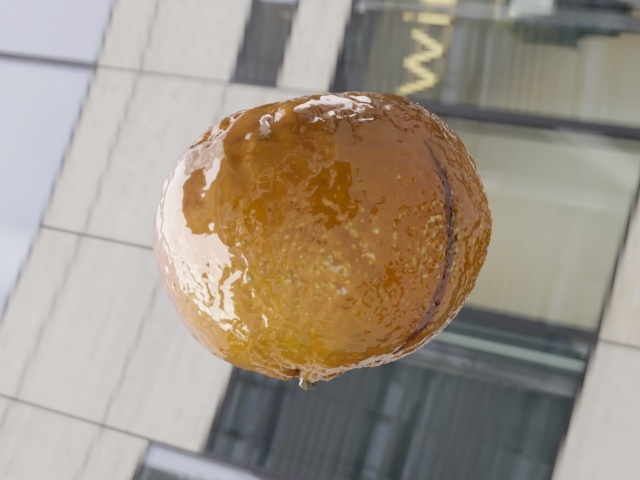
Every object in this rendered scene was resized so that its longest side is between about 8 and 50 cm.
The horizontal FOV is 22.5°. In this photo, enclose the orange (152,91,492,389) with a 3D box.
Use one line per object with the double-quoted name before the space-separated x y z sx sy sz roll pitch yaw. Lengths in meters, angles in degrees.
"orange" 0.000 0.000 0.906 0.193 0.193 0.161 -11 -91 -52
